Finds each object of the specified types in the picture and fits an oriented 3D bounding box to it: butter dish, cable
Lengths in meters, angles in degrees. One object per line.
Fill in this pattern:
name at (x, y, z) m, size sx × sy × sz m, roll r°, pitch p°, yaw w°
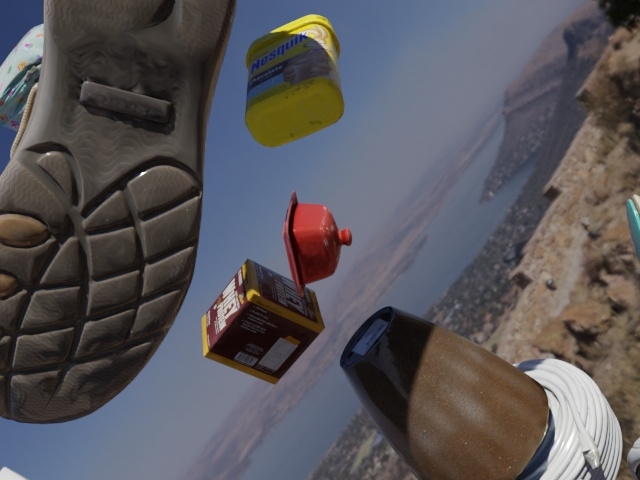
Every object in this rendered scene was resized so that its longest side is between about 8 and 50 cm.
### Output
butter dish at (0.000, 0.000, 1.197) m, size 0.160 × 0.118 × 0.159 m, roll -85°, pitch -13°, yaw -61°
cable at (0.299, 0.289, 0.922) m, size 0.257 × 0.089 × 0.257 m, roll -39°, pitch 20°, yaw 38°

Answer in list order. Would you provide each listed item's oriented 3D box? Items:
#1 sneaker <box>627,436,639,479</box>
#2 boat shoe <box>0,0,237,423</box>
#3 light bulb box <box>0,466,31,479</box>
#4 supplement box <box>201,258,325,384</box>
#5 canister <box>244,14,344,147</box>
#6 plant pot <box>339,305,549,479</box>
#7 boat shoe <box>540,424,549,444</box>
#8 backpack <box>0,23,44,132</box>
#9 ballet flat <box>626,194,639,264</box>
sneaker at (0.510, 0.307, 0.851) m, size 0.101 × 0.153 × 0.268 m, roll -10°, pitch -43°, yaw -11°
boat shoe at (-0.127, -0.046, 0.395) m, size 0.324 × 0.123 × 0.116 m, roll -70°, pitch 19°, yaw 7°
light bulb box at (-0.184, 0.446, 0.657) m, size 0.361 × 0.358 × 0.225 m, roll 2°, pitch 52°, yaw 41°
supplement box at (-0.130, 0.181, 1.424) m, size 0.194 × 0.191 × 0.129 m, roll -51°, pitch 29°, yaw 20°
canister at (-0.034, -0.201, 0.808) m, size 0.126 × 0.073 × 0.170 m, roll -20°, pitch 40°, yaw 14°
plant pot at (0.146, 0.201, 0.877) m, size 0.215 × 0.230 × 0.215 m, roll -47°, pitch 9°, yaw 10°
boat shoe at (0.481, 0.421, 1.312) m, size 0.091 × 0.109 × 0.305 m, roll -49°, pitch 36°, yaw 36°
backpack at (-0.392, -0.229, 0.926) m, size 0.182 × 0.115 × 0.152 m, roll -43°, pitch 33°, yaw 17°
ballet flat at (0.514, 0.049, 0.951) m, size 0.086 × 0.086 × 0.248 m, roll 115°, pitch 152°, yaw -75°
